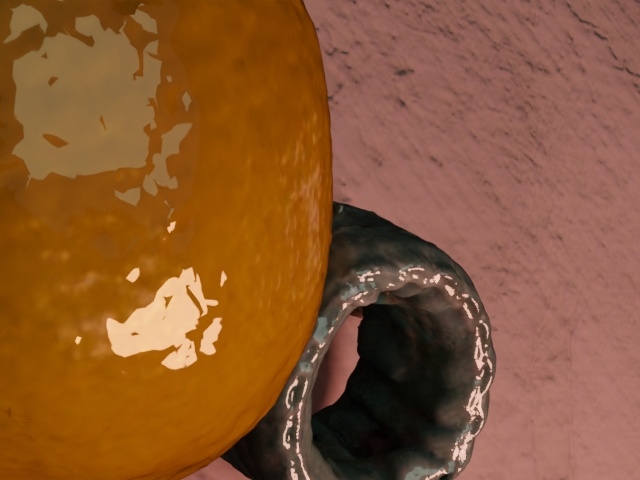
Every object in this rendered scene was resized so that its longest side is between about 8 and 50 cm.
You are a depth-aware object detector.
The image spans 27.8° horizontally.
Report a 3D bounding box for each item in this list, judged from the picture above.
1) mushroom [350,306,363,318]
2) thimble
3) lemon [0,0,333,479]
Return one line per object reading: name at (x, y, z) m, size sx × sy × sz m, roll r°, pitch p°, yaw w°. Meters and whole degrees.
mushroom at (0.000, 0.000, 1.008) m, size 0.209 × 0.071 × 0.084 m, roll 42°, pitch 26°, yaw -32°
thimble at (0.013, 0.084, 0.912) m, size 0.198 × 0.143 × 0.235 m, roll -16°, pitch 113°, yaw -28°
lemon at (-0.150, -0.012, 0.700) m, size 0.364 × 0.364 × 0.364 m, roll 7°, pitch 79°, yaw -41°
